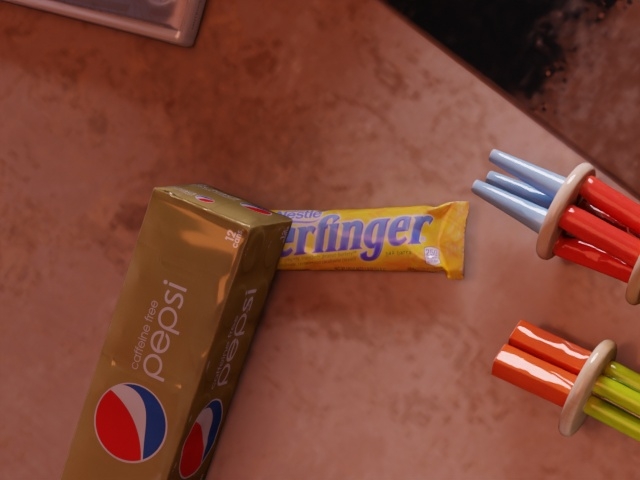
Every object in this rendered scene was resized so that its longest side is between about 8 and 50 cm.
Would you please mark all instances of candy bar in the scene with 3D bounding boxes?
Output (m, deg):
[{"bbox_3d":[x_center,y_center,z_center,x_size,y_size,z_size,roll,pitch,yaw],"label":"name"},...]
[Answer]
[{"bbox_3d":[0.000,0.000,0.933,0.161,0.018,0.040,0,86,19],"label":"candy bar"}]

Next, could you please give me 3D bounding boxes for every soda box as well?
[{"bbox_3d":[-0.077,0.064,0.921,0.058,0.061,0.181,21,101,17],"label":"soda box"}]

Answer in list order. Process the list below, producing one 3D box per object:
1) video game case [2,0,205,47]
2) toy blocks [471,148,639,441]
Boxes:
[{"bbox_3d":[-0.135,-0.212,0.995,0.190,0.022,0.173,16,92,20],"label":"video game case"},{"bbox_3d":[0.128,0.030,0.865,0.148,0.054,0.123,28,95,19],"label":"toy blocks"}]
